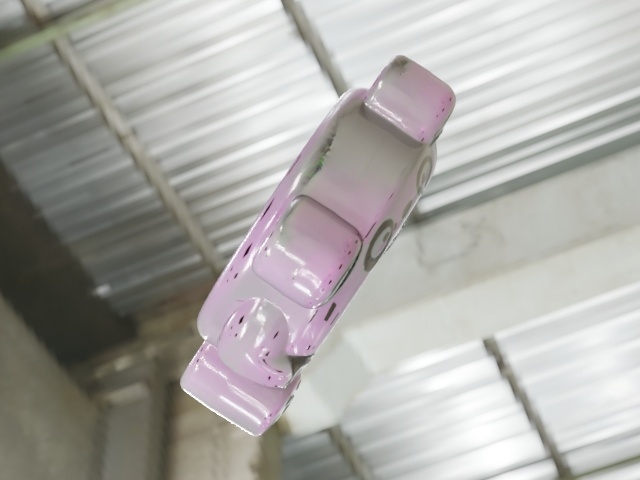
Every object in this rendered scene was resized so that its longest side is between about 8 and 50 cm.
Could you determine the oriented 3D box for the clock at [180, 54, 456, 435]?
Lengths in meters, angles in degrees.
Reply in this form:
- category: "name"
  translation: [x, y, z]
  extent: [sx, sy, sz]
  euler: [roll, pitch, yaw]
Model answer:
- category: "clock"
  translation: [0.000, 0.000, 1.168]
  extent: [0.090, 0.248, 0.227]
  euler: [33, -119, 1]
